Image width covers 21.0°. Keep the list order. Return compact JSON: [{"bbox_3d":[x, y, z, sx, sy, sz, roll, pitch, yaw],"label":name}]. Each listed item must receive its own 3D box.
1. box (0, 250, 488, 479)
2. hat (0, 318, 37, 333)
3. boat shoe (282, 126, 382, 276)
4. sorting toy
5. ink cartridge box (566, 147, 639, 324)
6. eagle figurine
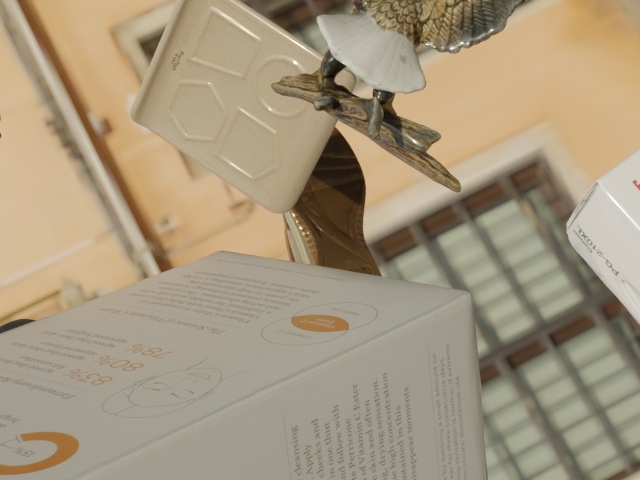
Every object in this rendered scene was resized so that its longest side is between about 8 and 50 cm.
[{"bbox_3d":[-0.096,0.140,0.951,0.215,0.345,0.168,9,111,43],"label":"box"},{"bbox_3d":[-0.228,0.231,1.279,0.134,0.331,0.331,42,-170,-45],"label":"hat"},{"bbox_3d":[0.000,0.000,2.267,0.123,0.123,0.342,124,135,-54],"label":"boat shoe"},{"bbox_3d":[-0.083,-0.154,1.845,0.208,0.038,0.193,32,122,7],"label":"sorting toy"},{"bbox_3d":[0.320,-0.026,1.213,0.172,0.237,0.100,50,164,12],"label":"ink cartridge box"},{"bbox_3d":[0.084,-0.232,1.507,0.225,0.298,0.226,30,-179,42],"label":"eagle figurine"}]
